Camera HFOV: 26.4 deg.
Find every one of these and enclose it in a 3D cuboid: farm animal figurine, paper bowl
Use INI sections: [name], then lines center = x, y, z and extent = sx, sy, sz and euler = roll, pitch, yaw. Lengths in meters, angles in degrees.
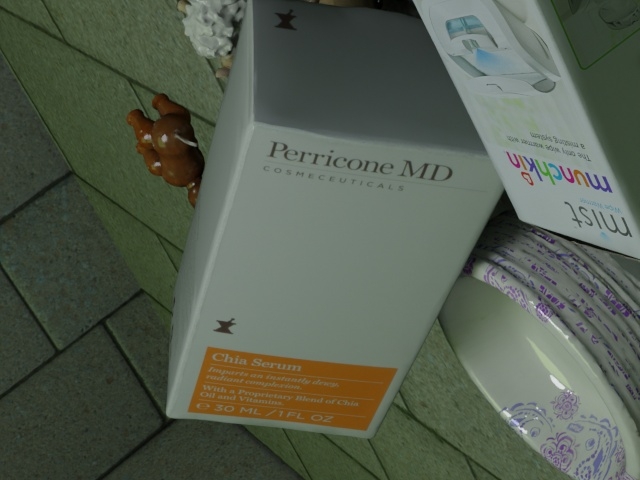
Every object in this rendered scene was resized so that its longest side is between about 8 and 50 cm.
[farm animal figurine]
center = -0.011, -0.146, 1.401
extent = 0.172, 0.330, 0.327
euler = 45, 134, 30
[paper bowl]
center = 0.249, 0.091, 1.306
extent = 0.284, 0.148, 0.284
euler = 46, 163, 19

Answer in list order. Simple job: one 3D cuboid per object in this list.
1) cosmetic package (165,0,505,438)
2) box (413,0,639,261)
[cosmetic package]
center = 0.000, 0.000, 1.285
extent = 0.453, 0.230, 0.161
euler = 110, 164, -49
[box]
center = 0.194, -0.160, 0.737
extent = 0.127, 0.262, 0.231
euler = 24, 149, 59
